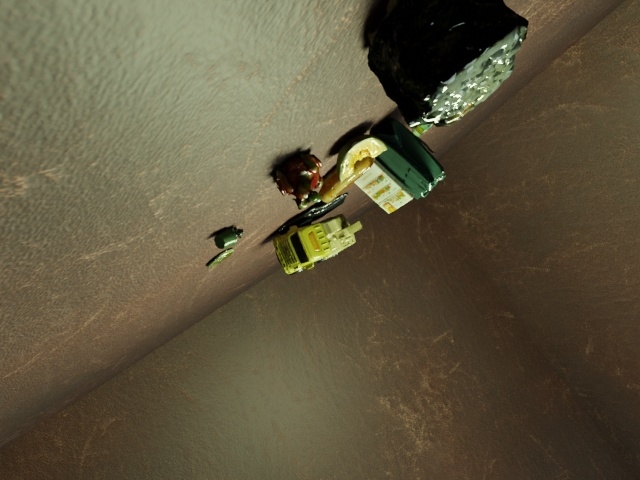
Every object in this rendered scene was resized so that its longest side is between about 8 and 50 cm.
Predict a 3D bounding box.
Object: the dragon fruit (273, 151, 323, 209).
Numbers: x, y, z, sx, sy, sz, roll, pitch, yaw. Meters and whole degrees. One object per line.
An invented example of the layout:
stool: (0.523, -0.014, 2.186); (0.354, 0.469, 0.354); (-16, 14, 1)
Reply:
dragon fruit: (-0.053, -0.137, 0.950); (0.142, 0.174, 0.138); (8, 136, -36)

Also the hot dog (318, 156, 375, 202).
hot dog: (0.072, -0.207, 1.283); (0.250, 0.076, 0.104); (-35, -164, 38)

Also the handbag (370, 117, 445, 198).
handbag: (0.267, -0.244, 1.261); (0.089, 0.238, 0.326); (-46, 174, 3)

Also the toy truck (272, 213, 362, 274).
toy truck: (0.000, 0.000, 1.707); (0.254, 0.180, 0.405); (-28, 176, 35)

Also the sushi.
sushi: (0.208, -0.305, 0.667); (0.211, 0.170, 0.350); (-40, 174, 30)

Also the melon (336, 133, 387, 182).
melon: (0.094, -0.244, 1.085); (0.160, 0.079, 0.128); (-34, 157, -2)

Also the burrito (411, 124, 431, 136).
burrito: (0.399, -0.438, 1.349); (0.104, 0.054, 0.288); (-34, 175, -17)

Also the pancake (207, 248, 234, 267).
pancake: (-0.335, 0.060, 1.361); (0.108, 0.017, 0.108); (-37, 179, -1)

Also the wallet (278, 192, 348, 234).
wallet: (-0.031, -0.105, 1.704); (0.323, 0.041, 0.247); (-31, 174, -6)

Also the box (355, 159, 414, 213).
box: (0.196, -0.192, 1.366); (0.122, 0.220, 0.032); (-35, -159, 48)

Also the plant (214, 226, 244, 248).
plant: (-0.242, -0.012, 1.108); (0.051, 0.051, 0.102); (-39, 178, 38)
